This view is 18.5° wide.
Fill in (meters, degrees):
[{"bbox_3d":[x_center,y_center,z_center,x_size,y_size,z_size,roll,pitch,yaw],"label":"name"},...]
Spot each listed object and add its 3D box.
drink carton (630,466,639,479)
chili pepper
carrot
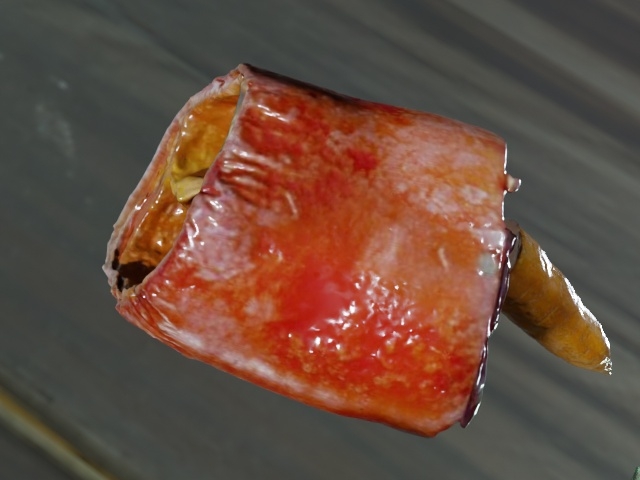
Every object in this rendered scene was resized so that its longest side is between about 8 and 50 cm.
[{"bbox_3d":[0.276,0.282,1.508,0.146,0.142,0.144,103,11,-49],"label":"drink carton"},{"bbox_3d":[0.000,0.000,1.584,0.229,0.305,0.251,-98,-152,-65],"label":"chili pepper"},{"bbox_3d":[0.209,0.066,1.771,0.205,0.072,0.072,43,79,-33],"label":"carrot"}]
